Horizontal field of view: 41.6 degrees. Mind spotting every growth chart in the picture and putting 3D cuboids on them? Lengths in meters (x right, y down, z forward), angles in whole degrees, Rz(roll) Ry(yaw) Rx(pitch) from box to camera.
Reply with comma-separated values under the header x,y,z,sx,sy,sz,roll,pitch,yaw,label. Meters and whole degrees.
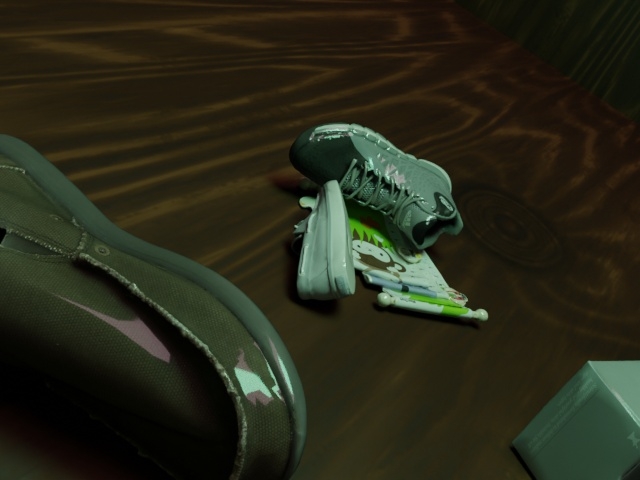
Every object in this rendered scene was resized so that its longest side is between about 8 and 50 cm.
x,y,z,sx,sy,sz,roll,pitch,yaw,label
0.073,0.009,0.979,0.172,0.021,0.237,8,35,-34,growth chart

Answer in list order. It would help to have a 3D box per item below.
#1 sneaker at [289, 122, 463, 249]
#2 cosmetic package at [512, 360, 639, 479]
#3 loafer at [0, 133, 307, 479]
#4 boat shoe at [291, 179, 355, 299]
x,y,z,sx,sy,sz,roll,pitch,yaw,label
0.078,-0.057,0.981,0.229,0.086,0.132,14,34,-28,sneaker
0.316,0.189,0.808,0.238,0.127,0.107,10,36,-37,cosmetic package
-0.171,0.059,0.568,0.366,0.134,0.130,32,31,24,loafer
0.000,0.000,0.883,0.063,0.066,0.184,-11,40,7,boat shoe
